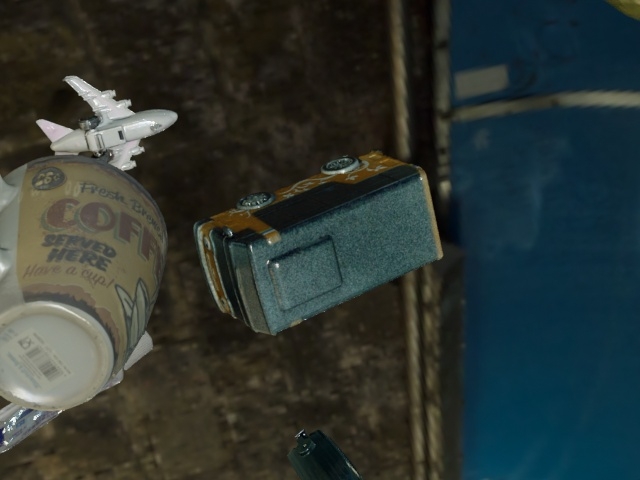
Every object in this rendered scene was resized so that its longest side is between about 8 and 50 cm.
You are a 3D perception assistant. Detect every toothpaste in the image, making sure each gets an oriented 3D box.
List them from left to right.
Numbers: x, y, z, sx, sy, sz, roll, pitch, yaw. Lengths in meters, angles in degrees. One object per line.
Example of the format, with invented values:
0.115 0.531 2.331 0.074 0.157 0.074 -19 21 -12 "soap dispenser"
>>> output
-0.346 0.202 1.683 0.068 0.282 0.099 26 -42 43 "toothpaste"

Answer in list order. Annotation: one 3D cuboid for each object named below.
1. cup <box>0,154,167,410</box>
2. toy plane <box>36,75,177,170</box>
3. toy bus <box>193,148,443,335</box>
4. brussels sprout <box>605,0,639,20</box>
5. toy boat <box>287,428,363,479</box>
-0.307 0.030 1.360 0.301 0.227 0.257 47 14 -23 "cup"
-0.266 -0.137 1.592 0.065 0.171 0.162 -91 169 -65 "toy plane"
0.000 0.000 1.546 0.167 0.275 0.138 27 -45 58 "toy bus"
0.401 -0.372 1.378 0.354 0.281 0.289 55 -21 19 "brussels sprout"
0.013 0.253 1.320 0.060 0.055 0.141 53 -5 -28 "toy boat"
